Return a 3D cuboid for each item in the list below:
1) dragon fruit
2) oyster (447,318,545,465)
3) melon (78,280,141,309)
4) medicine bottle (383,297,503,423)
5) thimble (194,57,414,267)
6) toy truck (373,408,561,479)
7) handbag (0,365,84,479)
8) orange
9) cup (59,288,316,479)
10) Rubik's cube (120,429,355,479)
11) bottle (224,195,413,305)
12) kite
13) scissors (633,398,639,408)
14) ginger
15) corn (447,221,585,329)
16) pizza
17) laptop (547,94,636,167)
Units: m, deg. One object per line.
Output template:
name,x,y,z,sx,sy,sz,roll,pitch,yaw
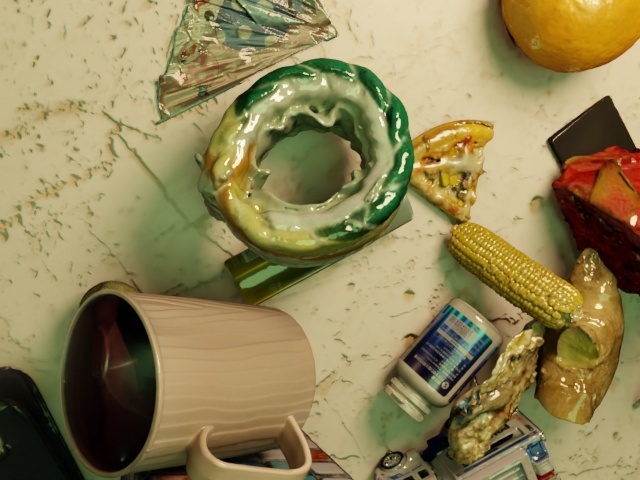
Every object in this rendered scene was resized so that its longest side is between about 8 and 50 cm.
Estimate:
dragon fruit,0.543,-0.049,1.127,0.330,0.240,0.302,-34,81,-30
oyster,0.284,0.224,1.076,0.083,0.214,0.223,35,121,16
melon,-0.281,0.116,0.967,0.098,0.098,0.131,-36,115,-6
medicine bottle,0.193,0.194,1.099,0.107,0.107,0.191,43,88,-18
thimble,-0.019,-0.097,0.919,0.288,0.167,0.254,-22,79,-8
toy truck,0.234,0.382,1.120,0.267,0.155,0.124,-27,107,-8
handbag,-0.493,0.378,0.952,0.303,0.122,0.330,-22,107,-10
orange,0.378,-0.358,1.006,0.219,0.193,0.220,1,107,2
cup,-0.142,0.179,0.853,0.273,0.288,0.209,11,87,-47
Rubik's cube,-0.127,0.432,0.942,0.291,0.287,0.293,9,89,-20
bottle,0.000,0.000,1.026,0.286,0.082,0.082,-29,106,-8
kite,-0.142,-0.347,0.958,0.368,0.014,0.406,15,96,-17
scissors,0.625,0.252,1.211,0.133,0.020,0.187,-4,144,-16
ginger,0.431,0.153,1.114,0.123,0.218,0.270,22,100,23
corn,0.297,0.053,1.059,0.238,0.080,0.080,36,90,25
pizza,0.196,-0.095,1.083,0.184,0.036,0.176,-13,104,-11
laptop,0.477,-0.130,1.162,0.135,0.016,0.197,-37,109,-6
